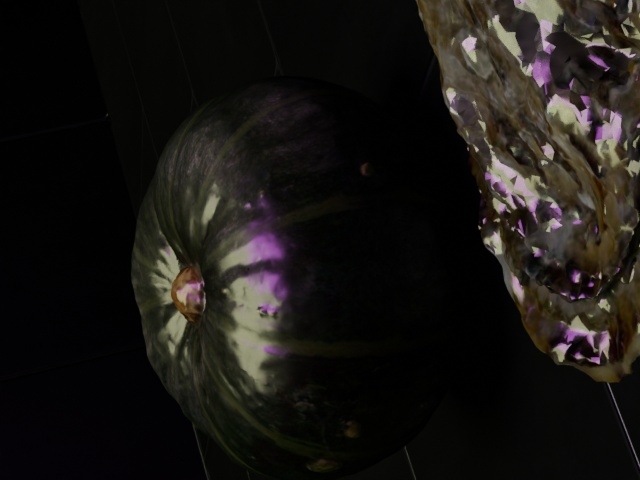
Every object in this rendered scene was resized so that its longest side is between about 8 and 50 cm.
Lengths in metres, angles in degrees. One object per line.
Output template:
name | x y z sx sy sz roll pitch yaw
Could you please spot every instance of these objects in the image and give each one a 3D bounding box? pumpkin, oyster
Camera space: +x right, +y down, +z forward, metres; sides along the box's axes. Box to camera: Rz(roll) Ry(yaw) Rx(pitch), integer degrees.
pumpkin | -0.014 0.031 1.124 0.300 0.207 0.300 5 96 57
oyster | 0.113 -0.117 0.643 0.162 0.158 0.351 -18 73 35
